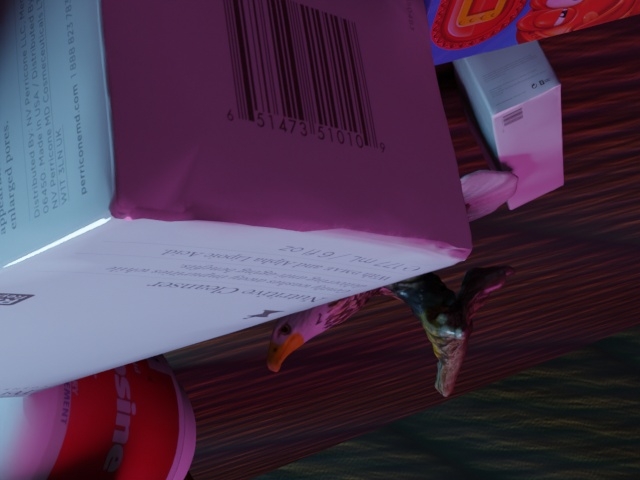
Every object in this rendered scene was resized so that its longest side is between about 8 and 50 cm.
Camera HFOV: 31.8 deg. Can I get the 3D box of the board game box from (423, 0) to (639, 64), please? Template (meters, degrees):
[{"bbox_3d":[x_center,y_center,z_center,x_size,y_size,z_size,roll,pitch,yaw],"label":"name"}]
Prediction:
[{"bbox_3d":[0.191,-0.242,0.575,0.302,0.086,0.308,-17,155,-17],"label":"board game box"}]

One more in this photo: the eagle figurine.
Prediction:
[{"bbox_3d":[-0.006,0.006,0.917,0.225,0.298,0.226,-38,154,-56],"label":"eagle figurine"}]

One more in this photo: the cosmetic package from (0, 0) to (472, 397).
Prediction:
[{"bbox_3d":[-0.144,-0.020,0.598,0.217,0.156,0.385,7,158,-45],"label":"cosmetic package"}]

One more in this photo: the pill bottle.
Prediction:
[{"bbox_3d":[-0.257,0.158,0.987,0.229,0.229,0.407,-25,162,7],"label":"pill bottle"}]

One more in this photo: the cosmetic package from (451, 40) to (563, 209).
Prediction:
[{"bbox_3d":[0.155,-0.111,0.923,0.060,0.098,0.239,-26,162,5],"label":"cosmetic package"}]

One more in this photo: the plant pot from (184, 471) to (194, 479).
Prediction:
[{"bbox_3d":[-0.318,0.326,1.366,0.267,0.235,0.267,-8,156,-39],"label":"plant pot"}]
